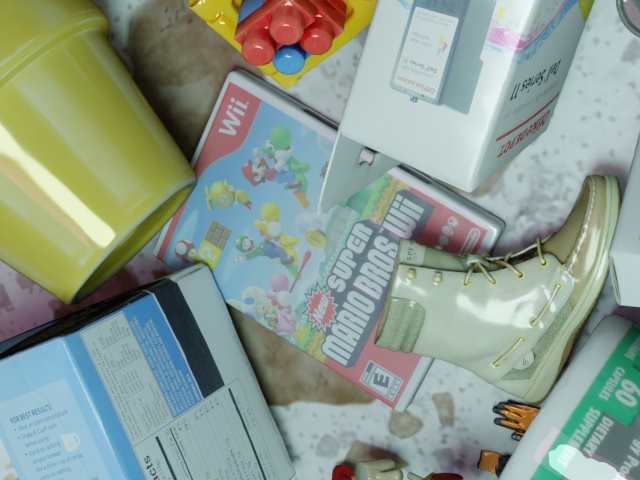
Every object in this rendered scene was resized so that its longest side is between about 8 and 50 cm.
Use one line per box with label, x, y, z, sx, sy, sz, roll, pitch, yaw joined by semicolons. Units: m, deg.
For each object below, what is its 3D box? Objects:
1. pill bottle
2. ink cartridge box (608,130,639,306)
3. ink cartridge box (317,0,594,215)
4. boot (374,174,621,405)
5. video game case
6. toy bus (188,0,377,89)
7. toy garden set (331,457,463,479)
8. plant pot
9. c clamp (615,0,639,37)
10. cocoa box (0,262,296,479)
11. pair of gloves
pill bottle;0.326;0.232;1.079;0.361;0.204;0.204;32;113;13
ink cartridge box;0.405;-0.024;0.995;0.371;0.175;0.069;2;135;25
ink cartridge box;0.129;-0.173;1.055;0.119;0.207;0.353;26;117;16
boot;0.145;0.023;1.156;0.165;0.077;0.213;19;115;0
video game case;0.000;0.000;1.265;0.285;0.025;0.204;31;113;14
toy bus;0.003;-0.223;1.080;0.220;0.211;0.149;-34;121;28
toy garden set;0.075;0.284;1.233;0.244;0.049;0.203;15;106;63
plant pot;-0.248;-0.081;1.233;0.239;0.254;0.254;45;116;2
c clamp;0.295;-0.215;1.082;0.161;0.022;0.137;19;110;19
cocoa box;-0.248;0.201;1.297;0.347;0.228;0.231;-22;94;31
pair of gloves;0.181;0.185;1.239;0.074;0.010;0.083;19;111;18
